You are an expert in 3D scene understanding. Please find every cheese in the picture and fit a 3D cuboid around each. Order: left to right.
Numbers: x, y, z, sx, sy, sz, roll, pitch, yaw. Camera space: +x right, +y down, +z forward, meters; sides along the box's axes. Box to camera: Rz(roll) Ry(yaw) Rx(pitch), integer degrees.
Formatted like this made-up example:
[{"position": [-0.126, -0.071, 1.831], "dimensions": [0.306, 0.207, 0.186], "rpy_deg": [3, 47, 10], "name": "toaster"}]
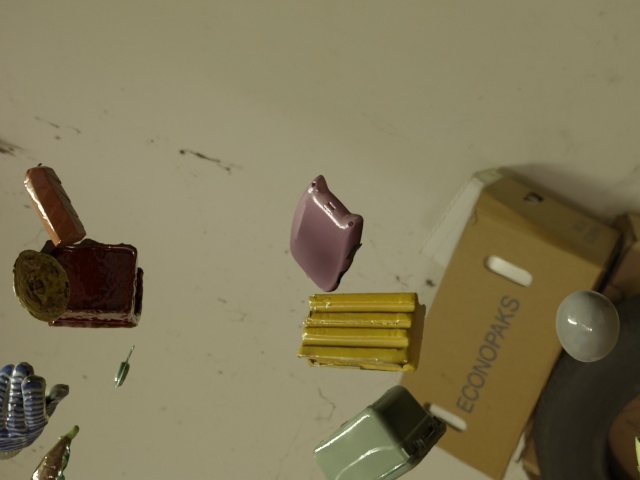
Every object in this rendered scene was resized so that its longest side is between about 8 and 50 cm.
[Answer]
[{"position": [-0.502, 0.324, 1.542], "dimensions": [0.067, 0.026, 0.121], "rpy_deg": [-15, 53, 69], "name": "cheese"}]

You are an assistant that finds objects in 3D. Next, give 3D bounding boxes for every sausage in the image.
[{"position": [-0.503, -0.072, 1.127], "dimensions": [0.065, 0.169, 0.065], "rpy_deg": [-29, -4, -2], "name": "sausage"}]

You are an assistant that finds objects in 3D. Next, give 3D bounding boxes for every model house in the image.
[{"position": [-0.502, 0.120, 1.345], "dimensions": [0.254, 0.196, 0.160], "rpy_deg": [112, 158, -63], "name": "model house"}]

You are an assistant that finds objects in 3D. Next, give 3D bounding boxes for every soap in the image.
[{"position": [0.107, 0.245, 1.607], "dimensions": [0.096, 0.324, 0.204], "rpy_deg": [50, -133, -47], "name": "soap"}]

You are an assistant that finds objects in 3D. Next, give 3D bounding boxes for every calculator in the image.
[{"position": [-0.001, 0.001, 1.387], "dimensions": [0.043, 0.194, 0.294], "rpy_deg": [-27, -26, -34], "name": "calculator"}]

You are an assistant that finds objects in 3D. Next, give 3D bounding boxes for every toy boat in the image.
[{"position": [-0.508, 0.491, 1.165], "dimensions": [0.099, 0.108, 0.293], "rpy_deg": [-10, -65, -32], "name": "toy boat"}]

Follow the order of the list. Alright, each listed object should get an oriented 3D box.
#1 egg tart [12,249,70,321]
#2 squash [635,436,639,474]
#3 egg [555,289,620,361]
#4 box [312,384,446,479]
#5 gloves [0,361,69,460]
[{"position": [-0.479, 0.077, 1.015], "dimensions": [0.129, 0.049, 0.129], "rpy_deg": [-19, -90, -76], "name": "egg tart"}, {"position": [0.813, 0.602, 1.404], "dimensions": [0.155, 0.204, 0.237], "rpy_deg": [-56, 34, 27], "name": "squash"}, {"position": [0.658, 0.214, 1.487], "dimensions": [0.146, 0.146, 0.199], "rpy_deg": [-52, -41, -50], "name": "egg"}, {"position": [0.074, 0.279, 0.831], "dimensions": [0.172, 0.093, 0.124], "rpy_deg": [-45, -15, 30], "name": "box"}, {"position": [-0.444, 0.256, 0.885], "dimensions": [0.119, 0.097, 0.229], "rpy_deg": [-6, -39, -40], "name": "gloves"}]
